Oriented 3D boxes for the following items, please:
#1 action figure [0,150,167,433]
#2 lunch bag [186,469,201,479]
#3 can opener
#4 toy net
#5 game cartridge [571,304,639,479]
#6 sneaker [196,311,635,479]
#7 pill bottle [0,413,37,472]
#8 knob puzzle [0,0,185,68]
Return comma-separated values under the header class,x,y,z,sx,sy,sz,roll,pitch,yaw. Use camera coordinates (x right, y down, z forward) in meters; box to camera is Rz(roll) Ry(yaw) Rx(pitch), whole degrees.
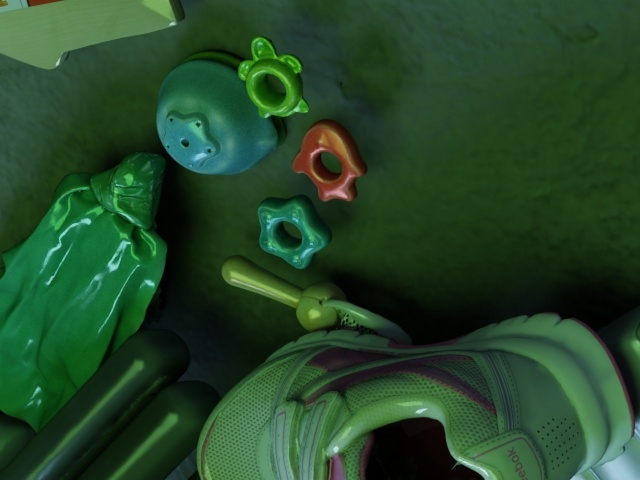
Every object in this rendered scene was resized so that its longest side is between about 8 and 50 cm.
class,x,y,z,sx,sy,sz,roll,pitch,yaw
action figure,-0.138,0.029,1.039,0.137,0.063,0.232,40,135,7
lunch bag,-0.028,0.297,1.006,0.305,0.256,0.212,36,130,9
can opener,-0.150,0.162,1.060,0.283,0.095,0.076,-46,66,23
toy net,0.000,0.000,0.951,0.122,0.045,0.232,-19,108,36
game cartridge,0.226,0.200,0.923,0.355,0.068,0.230,50,135,-4
sneaker,0.022,0.102,0.886,0.252,0.111,0.103,-17,99,40
pill bottle,-0.269,0.133,1.154,0.180,0.108,0.108,16,125,23
knob puzzle,-0.172,-0.184,0.952,0.213,0.030,0.213,15,125,23
